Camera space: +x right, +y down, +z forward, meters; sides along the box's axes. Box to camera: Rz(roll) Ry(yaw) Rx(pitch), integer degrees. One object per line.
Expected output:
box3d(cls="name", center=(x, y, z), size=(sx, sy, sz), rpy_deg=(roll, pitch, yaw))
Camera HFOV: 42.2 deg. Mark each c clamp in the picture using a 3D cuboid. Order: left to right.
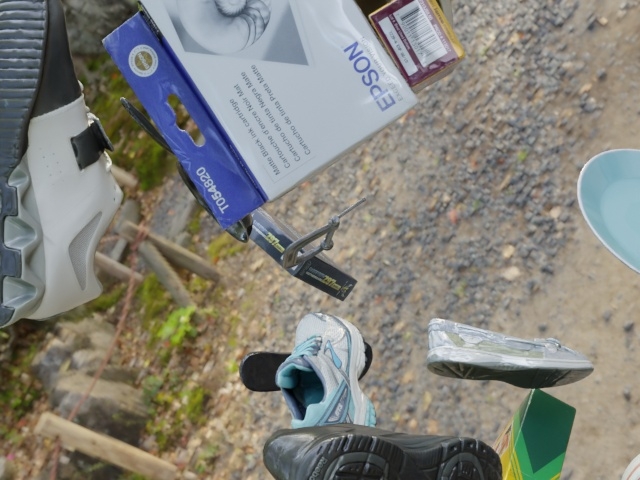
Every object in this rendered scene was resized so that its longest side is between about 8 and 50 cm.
box3d(cls="c clamp", center=(0.000, 0.000, 1.290), size=(0.137, 0.022, 0.160), rpy_deg=(-30, -11, -19))

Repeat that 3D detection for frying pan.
box3d(cls="frying pan", center=(-0.235, -0.123, 1.533), size=(0.053, 0.326, 0.197), rpy_deg=(-42, -7, -15))

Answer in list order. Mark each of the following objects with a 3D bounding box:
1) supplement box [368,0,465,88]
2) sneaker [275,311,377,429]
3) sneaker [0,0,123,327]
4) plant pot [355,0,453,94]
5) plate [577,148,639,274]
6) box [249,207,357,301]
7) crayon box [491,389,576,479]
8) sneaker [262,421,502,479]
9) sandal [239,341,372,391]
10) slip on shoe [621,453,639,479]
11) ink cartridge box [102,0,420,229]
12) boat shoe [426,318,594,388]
box3d(cls="supplement box", center=(0.121, -0.253, 1.078), size=(0.081, 0.104, 0.188), rpy_deg=(-29, 3, 6))
box3d(cls="sneaker", center=(-0.003, 0.182, 1.176), size=(0.110, 0.122, 0.283), rpy_deg=(-48, 29, 18))
box3d(cls="sneaker", center=(-0.270, -0.085, 0.838), size=(0.122, 0.146, 0.330), rpy_deg=(13, 101, 37))
box3d(cls="plant pot", center=(0.078, -0.439, 1.355), size=(0.334, 0.334, 0.305), rpy_deg=(-39, 22, 46))
box3d(cls="plate", center=(0.341, -0.017, 0.830), size=(0.024, 0.188, 0.188), rpy_deg=(110, 174, -49))
box3d(cls="box", center=(-0.055, 0.019, 1.687), size=(0.059, 0.183, 0.233), rpy_deg=(-53, 50, 4))
box3d(cls="crayon box", center=(0.354, 0.518, 1.633), size=(0.313, 0.106, 0.363), rpy_deg=(-52, -15, -47))
box3d(cls="sneaker", center=(0.070, 0.230, 0.842), size=(0.130, 0.286, 0.109), rpy_deg=(8, 79, 56))
box3d(cls="sandal", center=(-0.019, 0.238, 1.520), size=(0.054, 0.255, 0.097), rpy_deg=(-174, 77, -72))
box3d(cls="slip on shoe", center=(0.413, 0.248, 0.667), size=(0.101, 0.331, 0.123), rpy_deg=(-86, 9, -64))
box3d(cls="ink cartridge box", center=(-0.062, -0.154, 0.750), size=(0.224, 0.223, 0.045), rpy_deg=(-33, 3, 12))
box3d(cls="boat shoe", center=(0.360, 0.213, 1.574), size=(0.118, 0.321, 0.103), rpy_deg=(100, 174, -61))
